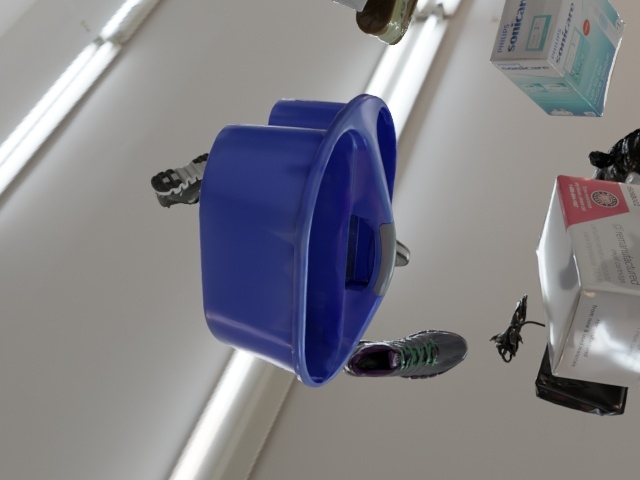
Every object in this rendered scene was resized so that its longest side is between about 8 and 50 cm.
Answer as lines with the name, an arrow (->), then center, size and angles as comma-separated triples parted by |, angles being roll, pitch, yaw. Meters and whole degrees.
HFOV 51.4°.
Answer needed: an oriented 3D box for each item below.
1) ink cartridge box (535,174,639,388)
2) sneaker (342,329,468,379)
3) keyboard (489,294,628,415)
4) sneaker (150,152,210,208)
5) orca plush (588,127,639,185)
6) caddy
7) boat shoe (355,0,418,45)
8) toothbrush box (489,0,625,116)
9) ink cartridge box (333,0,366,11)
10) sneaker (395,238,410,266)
ink cartridge box -> 0.375, 0.046, 0.659 | 0.283, 0.117, 0.207 | 7, -144, 7
sneaker -> 0.147, 0.202, 1.117 | 0.224, 0.098, 0.083 | -8, -92, -4
keyboard -> 0.384, 0.151, 1.045 | 0.202, 0.033, 0.317 | 19, -148, 21
sneaker -> -0.301, -0.144, 1.623 | 0.234, 0.106, 0.078 | -24, -119, -26
orca plush -> 0.504, -0.121, 1.113 | 0.102, 0.287, 0.151 | 7, -96, 1
caddy -> 0.000, 0.000, 0.749 | 0.179, 0.341, 0.241 | 15, -149, 21
boat shoe -> 0.144, -0.485, 1.146 | 0.105, 0.089, 0.285 | 28, -78, 36
toothbrush box -> 0.484, -0.402, 1.340 | 0.126, 0.296, 0.216 | 12, -96, 44
ink cartridge box -> 0.065, -0.475, 1.060 | 0.181, 0.062, 0.104 | -61, -145, 28
sneaker -> 0.094, -0.062, 1.260 | 0.226, 0.086, 0.163 | 30, -115, 1
